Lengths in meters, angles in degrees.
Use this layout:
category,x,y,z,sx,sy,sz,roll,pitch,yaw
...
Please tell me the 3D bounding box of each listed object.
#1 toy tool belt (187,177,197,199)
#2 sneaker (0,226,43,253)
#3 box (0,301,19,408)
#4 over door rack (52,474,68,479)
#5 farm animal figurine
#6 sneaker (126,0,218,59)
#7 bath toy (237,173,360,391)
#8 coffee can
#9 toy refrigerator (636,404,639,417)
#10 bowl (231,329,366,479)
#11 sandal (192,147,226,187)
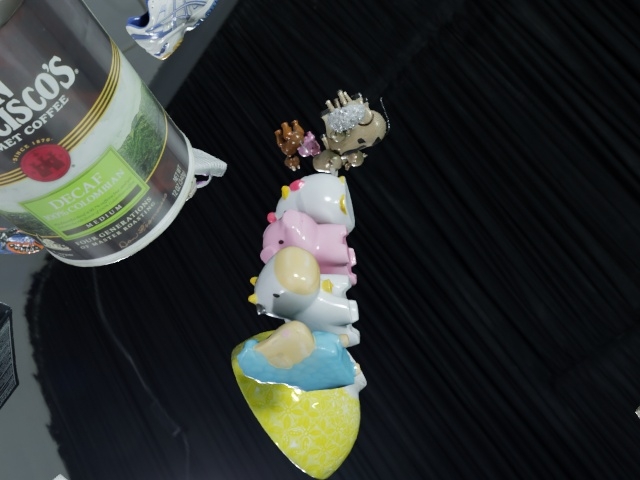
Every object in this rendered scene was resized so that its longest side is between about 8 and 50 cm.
category,x,y,z,sx,sy,sz,roll,pitch,yaw
toy tool belt,-0.287,-0.095,1.237,0.083,0.052,0.051,-62,-178,-35
sneaker,-0.789,0.003,1.470,0.221,0.083,0.087,10,165,-28
box,-0.723,0.278,1.107,0.296,0.182,0.294,-68,-179,-46
over door rack,-0.284,0.446,0.626,0.324,0.239,0.108,-55,175,13
farm animal figurine,0.054,-0.270,1.698,0.326,0.172,0.330,-26,174,32
sneaker,-0.354,-0.574,1.470,0.296,0.112,0.131,-40,131,24
bath toy,-0.024,0.028,0.793,0.129,0.348,0.151,-10,128,11
coffee can,-0.271,-0.125,0.576,0.201,0.201,0.275,-34,146,-2
toy refrigerator,0.638,0.238,0.934,0.094,0.102,0.269,-25,161,-41
bowl,-0.012,0.261,1.103,0.156,0.289,0.289,-39,160,4
sandal,-0.361,-0.184,1.582,0.102,0.169,0.416,-66,165,10
